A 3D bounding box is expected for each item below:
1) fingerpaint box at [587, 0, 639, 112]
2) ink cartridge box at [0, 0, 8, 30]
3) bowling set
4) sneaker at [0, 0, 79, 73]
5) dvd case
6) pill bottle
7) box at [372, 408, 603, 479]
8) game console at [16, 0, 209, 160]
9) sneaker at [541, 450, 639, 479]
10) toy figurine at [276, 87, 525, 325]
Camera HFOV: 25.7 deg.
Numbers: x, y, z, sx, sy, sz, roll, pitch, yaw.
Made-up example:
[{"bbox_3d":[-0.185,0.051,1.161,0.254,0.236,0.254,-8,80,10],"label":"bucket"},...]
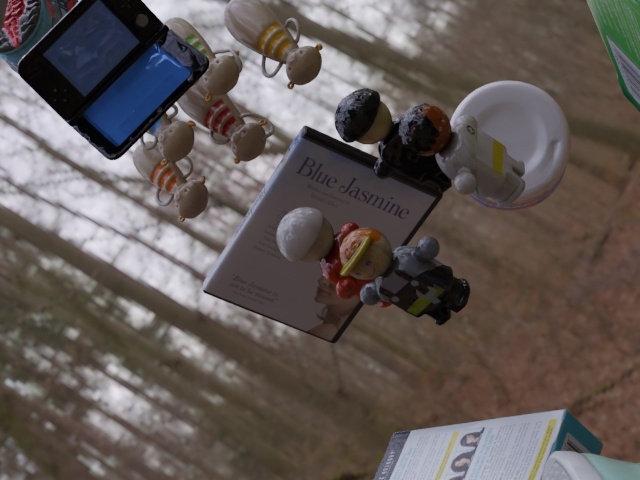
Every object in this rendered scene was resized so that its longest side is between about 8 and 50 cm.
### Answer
[{"bbox_3d":[0.365,-0.281,1.019,0.371,0.163,0.445,-36,-35,3],"label":"fingerpaint box"},{"bbox_3d":[-0.339,-0.327,1.126,0.060,0.275,0.239,-33,-16,-35],"label":"ink cartridge box"},{"bbox_3d":[-0.155,-0.158,1.628,0.200,0.154,0.287,8,-60,-55],"label":"bowling set"},{"bbox_3d":[-0.339,-0.270,1.694,0.125,0.104,0.261,54,-158,-39],"label":"sneaker"},{"bbox_3d":[0.000,0.000,1.611,0.253,0.180,0.022,-56,21,31],"label":"dvd case"},{"bbox_3d":[0.246,-0.115,1.826,0.152,0.152,0.272,-60,-9,2],"label":"pill bottle"},{"bbox_3d":[0.150,0.232,1.358,0.244,0.060,0.100,-18,37,50],"label":"box"},{"bbox_3d":[-0.177,-0.149,1.195,0.122,0.107,0.071,-46,23,-7],"label":"game console"},{"bbox_3d":[0.281,0.238,1.053,0.256,0.151,0.094,-117,32,-61],"label":"sneaker"},{"bbox_3d":[0.073,-0.037,1.362,0.213,0.148,0.209,-61,22,-3],"label":"toy figurine"}]
